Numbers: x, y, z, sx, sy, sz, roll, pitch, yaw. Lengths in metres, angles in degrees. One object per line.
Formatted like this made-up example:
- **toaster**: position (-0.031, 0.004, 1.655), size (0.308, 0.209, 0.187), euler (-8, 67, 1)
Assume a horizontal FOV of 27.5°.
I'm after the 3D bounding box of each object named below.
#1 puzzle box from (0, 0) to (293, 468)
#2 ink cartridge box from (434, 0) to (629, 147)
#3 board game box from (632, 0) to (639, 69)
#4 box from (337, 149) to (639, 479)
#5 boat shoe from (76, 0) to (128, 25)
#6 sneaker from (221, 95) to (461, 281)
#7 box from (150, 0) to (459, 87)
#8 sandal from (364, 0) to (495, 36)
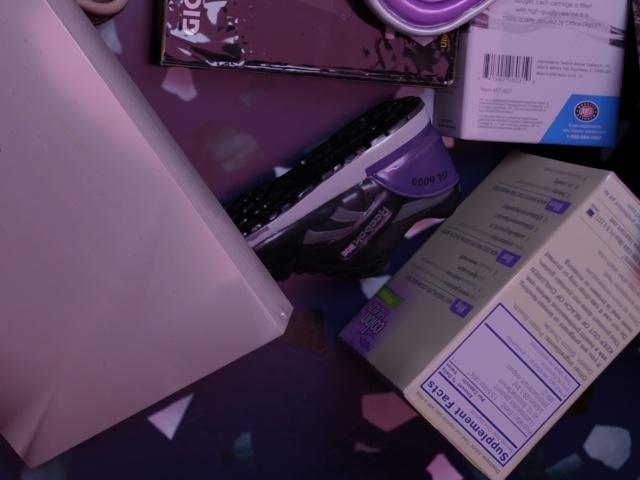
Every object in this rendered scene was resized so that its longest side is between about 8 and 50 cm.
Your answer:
- **puzzle box**: position (-0.244, -0.036, 1.043), size (0.272, 0.052, 0.409), euler (-28, 106, 20)
- **ink cartridge box**: position (0.188, -0.188, 1.161), size (0.148, 0.086, 0.203), euler (3, 97, -14)
- **board game box**: position (0.387, -0.077, 1.086), size (0.232, 0.141, 0.291), euler (32, 47, -38)
- **box**: position (0.159, 0.055, 1.124), size (0.243, 0.213, 0.117), euler (-46, 106, -4)
- **boat shoe**: position (-0.261, -0.294, 1.033), size (0.109, 0.098, 0.302), euler (-43, 105, -4)
- **sneaker**: position (0.000, 0.000, 1.139), size (0.283, 0.107, 0.124), euler (-33, 110, -7)
- **box**: position (-0.004, -0.297, 1.107), size (0.257, 0.079, 0.321), euler (3, 97, -15)
- **sandal**: position (0.200, -0.319, 1.029), size (0.169, 0.102, 0.416), euler (38, 99, -13)
